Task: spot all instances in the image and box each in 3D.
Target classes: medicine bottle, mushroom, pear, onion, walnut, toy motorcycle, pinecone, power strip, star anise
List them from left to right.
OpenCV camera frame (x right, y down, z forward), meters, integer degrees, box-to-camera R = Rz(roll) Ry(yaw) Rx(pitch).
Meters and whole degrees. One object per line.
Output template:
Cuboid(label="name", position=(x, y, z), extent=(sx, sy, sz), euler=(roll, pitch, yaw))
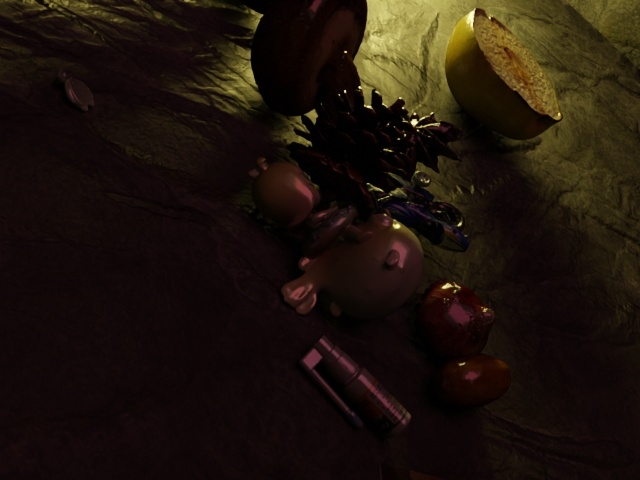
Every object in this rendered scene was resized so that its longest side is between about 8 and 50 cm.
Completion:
Cuboid(label="power strip", position=(-0.442, -0.267, 1.671), extent=(0.083, 0.035, 0.055), euler=(54, 36, -16))
Cuboid(label="mushroom", position=(-0.022, -0.424, 2.000), extent=(0.239, 0.345, 0.345), euler=(4, 47, 1))
Cuboid(label="medicine bottle", position=(0.059, 0.269, 1.678), extent=(0.220, 0.061, 0.092), euler=(46, 57, -2))
Cuboid(label="pinecone", position=(0.076, -0.192, 1.910), extent=(0.264, 0.264, 0.264), euler=(26, 43, -27))
Cuboid(label="toy motorcycle", position=(0.181, -0.068, 2.034), extent=(0.316, 0.113, 0.168), euler=(24, 39, -6))
Cuboid(label="star anise", position=(0.200, -0.238, 2.196), extent=(0.283, 0.129, 0.212), euler=(-1, 56, -24))
Cuboid(label="onion", position=(0.287, 0.163, 1.919), extent=(0.184, 0.147, 0.183), euler=(27, 52, -41))
Cuboid(label="walnut", position=(0.306, 0.278, 1.862), extent=(0.207, 0.116, 0.115), euler=(-3, 61, -40))
Cuboid(label="pear", position=(0.476, -0.429, 2.574), extent=(0.340, 0.191, 0.386), euler=(9, 52, -45))

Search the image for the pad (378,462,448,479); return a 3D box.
Cuboid(label="pad", position=(0.201, 0.491, 1.668), extent=(0.235, 0.003, 0.158), euler=(23, 45, -30))

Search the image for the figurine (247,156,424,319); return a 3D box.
Cuboid(label="figurine", position=(0.000, 0.000, 1.778), extent=(0.394, 0.226, 0.274), euler=(44, 66, 4))

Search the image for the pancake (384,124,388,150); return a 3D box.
Cuboid(label="pancake", position=(0.104, -0.230, 2.114), extent=(0.022, 0.116, 0.129), euler=(68, 23, -67))

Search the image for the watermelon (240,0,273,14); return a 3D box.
Cuboid(label="watermelon", position=(-0.089, -0.650, 2.139), extent=(0.285, 0.285, 0.285), euler=(26, 43, -27))
